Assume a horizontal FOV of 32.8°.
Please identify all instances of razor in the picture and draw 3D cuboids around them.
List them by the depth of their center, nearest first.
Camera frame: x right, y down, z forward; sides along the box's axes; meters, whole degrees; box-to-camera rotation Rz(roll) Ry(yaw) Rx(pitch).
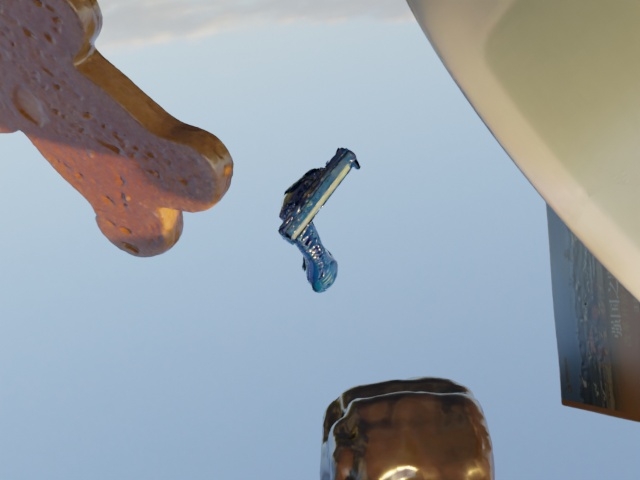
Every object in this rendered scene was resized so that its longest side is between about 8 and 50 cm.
[{"bbox_3d":[-0.010,-0.007,1.056,0.093,0.056,0.324,-52,169,-11],"label":"razor"}]

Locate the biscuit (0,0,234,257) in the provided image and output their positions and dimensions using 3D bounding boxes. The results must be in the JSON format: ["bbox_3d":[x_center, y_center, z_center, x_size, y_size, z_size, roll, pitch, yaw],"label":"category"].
[{"bbox_3d":[-0.202,-0.129,0.809,0.205,0.324,0.049,-34,-162,52],"label":"biscuit"}]

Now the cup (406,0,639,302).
[{"bbox_3d":[0.236,-0.085,0.386,0.274,0.356,0.259,-41,172,26],"label":"cup"}]

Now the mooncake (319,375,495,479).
[{"bbox_3d":[0.094,0.371,1.340,0.212,0.381,0.350,0,-163,-9],"label":"mooncake"}]

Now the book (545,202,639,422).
[{"bbox_3d":[0.332,0.057,1.095,0.028,0.262,0.374,-6,180,-17],"label":"book"}]
